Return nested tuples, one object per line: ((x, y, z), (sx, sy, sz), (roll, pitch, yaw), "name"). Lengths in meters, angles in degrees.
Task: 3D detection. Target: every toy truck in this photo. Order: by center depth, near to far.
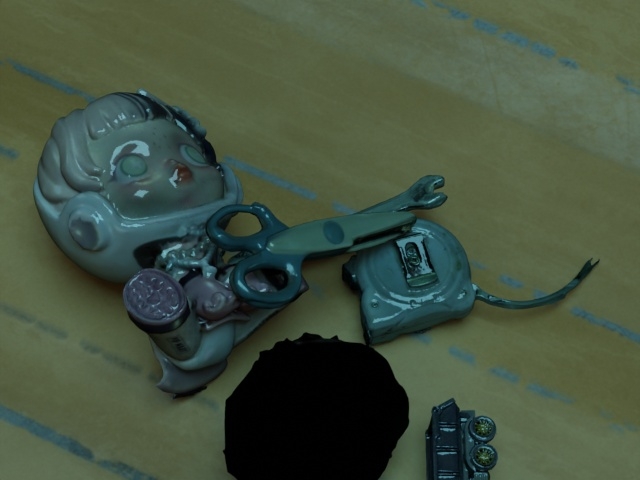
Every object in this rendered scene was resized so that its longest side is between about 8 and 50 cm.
((0.159, 0.287, 1.980), (0.092, 0.083, 0.192), (2, 61, -3), "toy truck")

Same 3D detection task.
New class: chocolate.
((-0.026, 0.196, 2.007), (0.224, 0.206, 0.177), (-6, 18, -17), "chocolate")

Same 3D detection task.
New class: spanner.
((0.020, -0.012, 2.115), (0.302, 0.017, 0.071), (-22, 33, 1), "spanner")

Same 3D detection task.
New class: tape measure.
((0.192, 0.025, 2.117), (0.330, 0.084, 0.164), (-17, 69, -10), "tape measure")

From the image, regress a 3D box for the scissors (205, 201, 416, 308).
((0.000, 0.000, 2.002), (0.289, 0.041, 0.138), (-13, 65, -35), "scissors")

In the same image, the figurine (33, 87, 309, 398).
((-0.209, -0.011, 2.032), (0.253, 0.211, 0.361), (-1, 54, -54), "figurine")
